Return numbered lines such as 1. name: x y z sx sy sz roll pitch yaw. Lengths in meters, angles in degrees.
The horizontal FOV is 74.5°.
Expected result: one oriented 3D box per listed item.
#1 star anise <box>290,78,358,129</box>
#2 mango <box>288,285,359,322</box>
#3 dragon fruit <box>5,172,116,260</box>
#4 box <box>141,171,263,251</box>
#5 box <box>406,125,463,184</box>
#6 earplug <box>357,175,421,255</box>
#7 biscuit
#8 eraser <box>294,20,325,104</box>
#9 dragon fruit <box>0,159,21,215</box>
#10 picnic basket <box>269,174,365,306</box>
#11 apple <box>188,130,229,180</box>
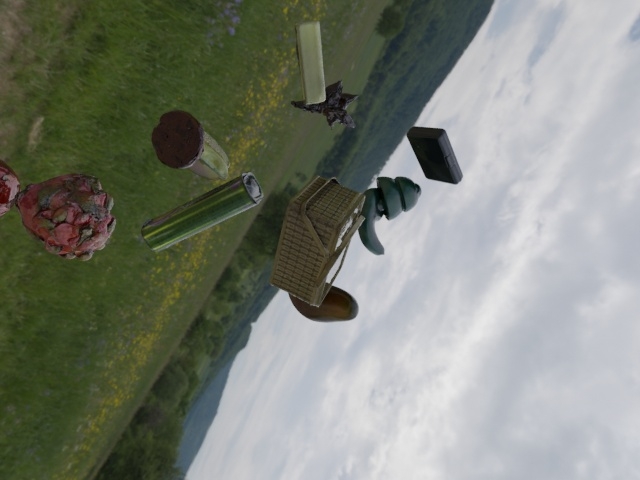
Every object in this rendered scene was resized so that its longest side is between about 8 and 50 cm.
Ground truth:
1. star anise: 0.037 -0.416 1.270 0.157 0.212 0.053 -43 -145 34
2. mango: 0.007 0.209 1.406 0.133 0.268 0.111 -61 149 -26
3. dragon fruit: -0.878 -0.053 1.491 0.314 0.262 0.296 -30 169 -36
4. box: -0.338 -0.086 1.214 0.346 0.097 0.134 -23 -161 12
5. box: 0.406 -0.301 1.497 0.050 0.230 0.160 -47 -142 -14
6. earplug: 0.247 -0.113 1.520 0.280 0.257 0.164 -23 153 0
7. biscuit: -0.462 -0.328 1.369 0.192 0.192 0.049 -60 172 10
8. eraser: -0.023 -0.413 0.978 0.117 0.058 0.172 -100 -176 -65
9. dragon fruit: -1.175 -0.189 1.454 0.252 0.241 0.240 1 -118 63
10. picnic basket: 0.000 0.000 1.192 0.228 0.175 0.312 -53 163 -52
11. apple: -0.499 -0.368 1.771 0.120 0.265 0.193 -33 -152 29
